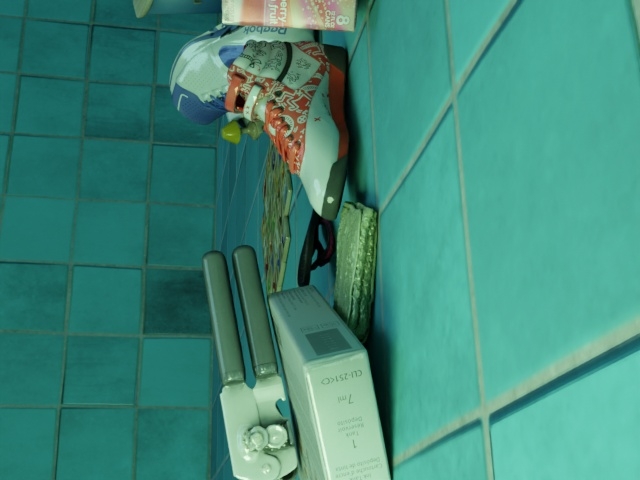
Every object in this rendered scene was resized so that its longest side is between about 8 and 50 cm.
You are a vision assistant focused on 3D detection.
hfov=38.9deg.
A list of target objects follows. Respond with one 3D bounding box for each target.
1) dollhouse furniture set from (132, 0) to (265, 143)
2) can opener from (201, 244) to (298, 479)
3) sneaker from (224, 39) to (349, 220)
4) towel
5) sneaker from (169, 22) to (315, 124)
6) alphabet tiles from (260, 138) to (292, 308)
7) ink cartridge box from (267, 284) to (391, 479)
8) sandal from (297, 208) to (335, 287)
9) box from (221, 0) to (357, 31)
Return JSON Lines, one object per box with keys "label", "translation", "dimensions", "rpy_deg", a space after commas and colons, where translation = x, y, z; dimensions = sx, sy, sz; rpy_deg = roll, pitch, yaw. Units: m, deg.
{"label": "dollhouse furniture set", "translation": [-0.167, -0.345, 1.536], "dimensions": [0.286, 0.198, 0.303], "rpy_deg": [-39, 64, 61]}
{"label": "can opener", "translation": [-0.086, 0.146, 1.058], "dimensions": [0.093, 0.074, 0.280], "rpy_deg": [105, 153, -75]}
{"label": "sneaker", "translation": [-0.044, -0.137, 1.074], "dimensions": [0.090, 0.145, 0.270], "rpy_deg": [105, 168, -51]}
{"label": "towel", "translation": [0.035, 0.032, 0.975], "dimensions": [0.110, 0.027, 0.148], "rpy_deg": [-156, 70, -80]}
{"label": "sneaker", "translation": [-0.113, -0.245, 1.394], "dimensions": [0.315, 0.127, 0.182], "rpy_deg": [-33, 58, 39]}
{"label": "alphabet tiles", "translation": [-0.085, -0.054, 1.687], "dimensions": [0.342, 0.011, 0.285], "rpy_deg": [-99, 15, -48]}
{"label": "ink cartridge box", "translation": [0.009, 0.205, 0.963], "dimensions": [0.296, 0.066, 0.261], "rpy_deg": [-136, 36, -77]}
{"label": "sandal", "translation": [0.000, 0.000, 1.166], "dimensions": [0.179, 0.040, 0.067], "rpy_deg": [-77, 2, -59]}
{"label": "box", "translation": [-0.025, -0.390, 0.985], "dimensions": [0.142, 0.154, 0.300], "rpy_deg": [-91, 5, -67]}
